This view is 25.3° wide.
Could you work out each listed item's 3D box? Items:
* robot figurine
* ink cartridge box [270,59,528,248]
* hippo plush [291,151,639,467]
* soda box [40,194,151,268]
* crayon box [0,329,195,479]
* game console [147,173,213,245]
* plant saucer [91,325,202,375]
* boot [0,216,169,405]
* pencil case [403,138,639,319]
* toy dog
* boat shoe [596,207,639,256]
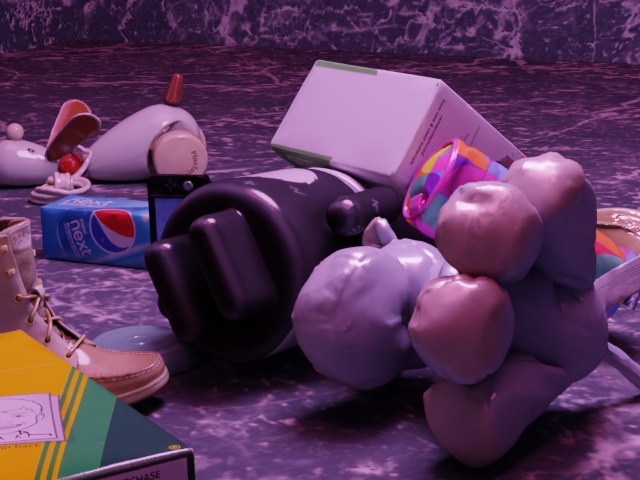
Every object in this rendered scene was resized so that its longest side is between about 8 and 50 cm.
[{"bbox_3d":[-0.045,0.016,1.366,0.209,0.173,0.278,18,17,29],"label":"robot figurine"},{"bbox_3d":[0.118,-0.066,1.528,0.278,0.117,0.201,35,-12,-39],"label":"ink cartridge box"},{"bbox_3d":[0.110,0.033,1.192,0.236,0.234,0.294,13,20,41],"label":"hippo plush"},{"bbox_3d":[-0.228,-0.009,1.711,0.210,0.067,0.071,5,15,23],"label":"soda box"},{"bbox_3d":[-0.310,0.171,0.935,0.363,0.106,0.313,-10,17,-30],"label":"crayon box"},{"bbox_3d":[-0.149,-0.008,1.588,0.107,0.122,0.071,2,15,12],"label":"game console"},{"bbox_3d":[-0.173,0.104,1.359,0.119,0.021,0.119,0,14,0],"label":"plant saucer"},{"bbox_3d":[-0.241,0.063,1.230,0.213,0.165,0.077,-1,15,8],"label":"boot"},{"bbox_3d":[0.192,0.000,1.351,0.236,0.104,0.104,32,11,-10],"label":"pencil case"},{"bbox_3d":[-0.316,-0.166,2.136,0.333,0.161,0.220,-9,16,-30],"label":"toy dog"},{"bbox_3d":[0.367,0.007,1.622,0.190,0.068,0.072,6,28,24],"label":"boat shoe"}]
